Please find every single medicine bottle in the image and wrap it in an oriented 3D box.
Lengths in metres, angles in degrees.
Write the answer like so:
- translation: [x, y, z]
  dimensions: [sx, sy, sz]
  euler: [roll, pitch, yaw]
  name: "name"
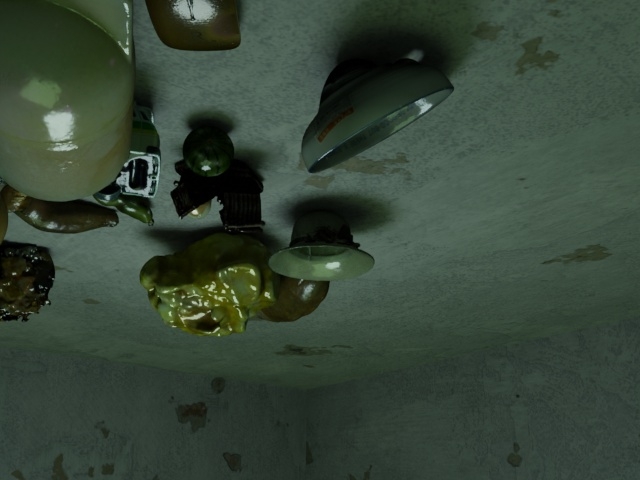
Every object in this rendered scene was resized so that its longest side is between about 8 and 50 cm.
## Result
- translation: [-0.380, -0.240, 1.067]
  dimensions: [0.236, 0.235, 0.406]
  euler: [5, 157, -13]
  name: "medicine bottle"

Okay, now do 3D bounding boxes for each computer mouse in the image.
- translation: [-0.180, -0.336, 1.075]
  dimensions: [0.126, 0.056, 0.245]
  euler: [0, 158, -2]
  name: "computer mouse"

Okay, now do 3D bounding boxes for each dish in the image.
- translation: [0.070, -0.234, 1.246]
  dimensions: [0.273, 0.134, 0.273]
  euler: [-28, 178, -1]
  name: "dish"

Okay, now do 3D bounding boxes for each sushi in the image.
- translation: [-0.850, 0.123, 2.075]
  dimensions: [0.213, 0.200, 0.204]
  euler: [13, 159, -33]
  name: "sushi"

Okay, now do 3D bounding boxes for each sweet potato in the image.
- translation: [-0.600, -0.062, 1.746]
  dimensions: [0.112, 0.085, 0.286]
  euler: [-25, 149, 39]
  name: "sweet potato"
- translation: [-0.063, 0.147, 2.202]
  dimensions: [0.158, 0.157, 0.370]
  euler: [8, 159, -21]
  name: "sweet potato"

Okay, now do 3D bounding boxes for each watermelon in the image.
- translation: [-0.214, -0.167, 1.452]
  dimensions: [0.109, 0.109, 0.109]
  euler: [0, 159, 0]
  name: "watermelon"

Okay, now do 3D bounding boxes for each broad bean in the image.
- translation: [-0.446, -0.087, 1.731]
  dimensions: [0.070, 0.048, 0.213]
  euler: [-9, 154, 25]
  name: "broad bean"

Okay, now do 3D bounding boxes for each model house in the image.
- translation: [-0.212, -0.085, 1.582]
  dimensions: [0.203, 0.164, 0.141]
  euler: [8, 153, -14]
  name: "model house"

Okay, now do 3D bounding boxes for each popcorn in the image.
- translation: [-0.281, 0.105, 2.005]
  dimensions: [0.334, 0.293, 0.292]
  euler: [-28, 117, -4]
  name: "popcorn"

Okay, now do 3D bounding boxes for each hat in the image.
- translation: [0.000, 0.000, 1.842]
  dimensions: [0.257, 0.130, 0.257]
  euler: [-1, 159, 0]
  name: "hat"

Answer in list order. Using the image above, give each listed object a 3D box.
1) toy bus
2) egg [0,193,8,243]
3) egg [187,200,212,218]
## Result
- translation: [-0.422, -0.175, 1.343]
  dimensions: [0.276, 0.164, 0.133]
  euler: [5, 144, -15]
  name: "toy bus"
- translation: [-0.802, -0.037, 1.577]
  dimensions: [0.322, 0.250, 0.250]
  euler: [-5, 159, 21]
  name: "egg"
- translation: [-0.285, -0.086, 1.704]
  dimensions: [0.083, 0.071, 0.071]
  euler: [23, 149, -39]
  name: "egg"
